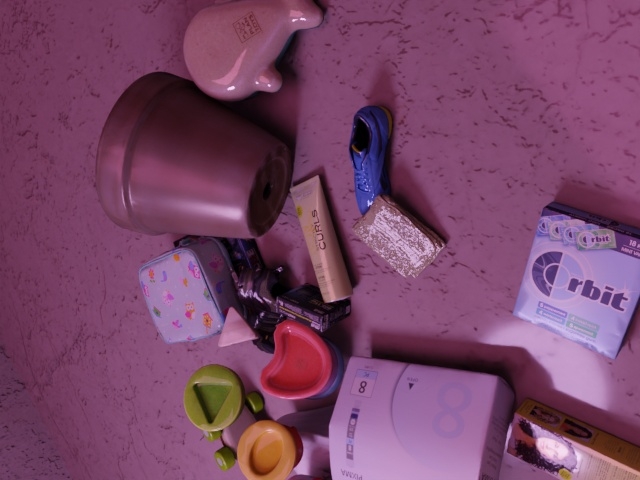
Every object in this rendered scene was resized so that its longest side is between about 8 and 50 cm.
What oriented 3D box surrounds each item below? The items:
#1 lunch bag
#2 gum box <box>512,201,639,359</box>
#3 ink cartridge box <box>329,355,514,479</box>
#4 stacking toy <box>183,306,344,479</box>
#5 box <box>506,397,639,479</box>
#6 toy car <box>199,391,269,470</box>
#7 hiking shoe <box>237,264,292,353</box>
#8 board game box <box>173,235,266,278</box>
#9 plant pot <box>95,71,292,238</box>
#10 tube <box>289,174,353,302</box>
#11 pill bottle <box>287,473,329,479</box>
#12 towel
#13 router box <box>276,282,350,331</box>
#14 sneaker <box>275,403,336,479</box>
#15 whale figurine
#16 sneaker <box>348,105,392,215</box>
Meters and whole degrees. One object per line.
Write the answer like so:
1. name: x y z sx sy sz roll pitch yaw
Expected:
1. lunch bag: -0.293 0.112 1.368 0.279 0.107 0.224 -18 92 43
2. gum box: 0.379 0.056 0.863 0.156 0.041 0.185 24 122 33
3. ink cartridge box: 0.135 0.401 1.014 0.308 0.385 0.091 -1 149 41
4. stacking toy: -0.110 0.305 1.234 0.279 0.130 0.309 25 85 22
5. box: 0.415 0.339 0.929 0.232 0.058 0.088 19 118 35
6. toy car: -0.231 0.476 1.493 0.188 0.155 0.149 -29 86 53
7. hiking shoe: -0.099 0.155 1.285 0.114 0.086 0.227 -5 123 17
8. board game box: -0.237 0.043 1.396 0.243 0.042 0.165 -21 92 44
9. plant pot: -0.219 -0.132 1.164 0.280 0.323 0.323 20 120 16
10. tube: 0.000 0.000 1.164 0.070 0.062 0.240 -16 88 7
11. pill bottle: 0.110 0.607 1.145 0.407 0.229 0.229 5 110 22
12. towel: 0.135 -0.006 1.041 0.148 0.027 0.110 39 129 0
13. router box: -0.014 0.132 1.201 0.122 0.092 0.038 18 117 35
14. sneaker: 0.036 0.451 1.289 0.292 0.108 0.169 -18 108 40
15. whale figurine: -0.116 -0.368 1.095 0.272 0.141 0.216 -29 86 19
16. sneaker: 0.076 -0.126 1.032 0.069 0.082 0.210 17 118 34
